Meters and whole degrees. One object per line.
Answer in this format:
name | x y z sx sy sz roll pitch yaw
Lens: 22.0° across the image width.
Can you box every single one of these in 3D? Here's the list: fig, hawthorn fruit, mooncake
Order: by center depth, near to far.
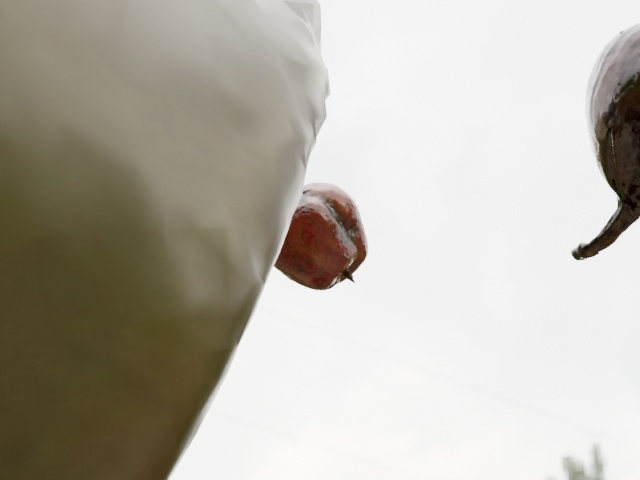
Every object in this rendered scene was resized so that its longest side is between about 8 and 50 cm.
mooncake | -0.188 0.012 0.642 0.246 0.393 0.394 38 -57 -11
fig | 0.274 -0.091 1.296 0.148 0.202 0.149 15 -27 47
hawthorn fruit | 0.000 0.000 1.348 0.093 0.093 0.093 -1 -33 0
